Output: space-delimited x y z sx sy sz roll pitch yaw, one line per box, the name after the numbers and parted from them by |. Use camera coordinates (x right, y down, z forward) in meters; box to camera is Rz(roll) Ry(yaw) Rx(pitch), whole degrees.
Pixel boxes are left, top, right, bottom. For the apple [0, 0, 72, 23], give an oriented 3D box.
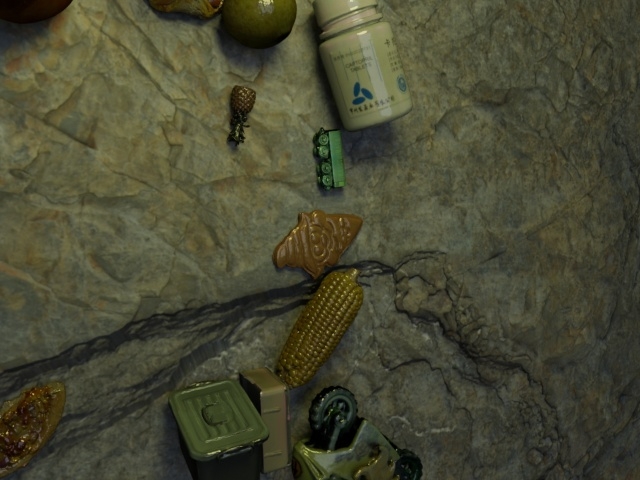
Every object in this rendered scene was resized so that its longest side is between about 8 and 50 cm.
-0.502 -0.474 0.934 0.230 0.230 0.230 -4 98 -27 | apple

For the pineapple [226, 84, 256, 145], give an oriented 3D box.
-0.175 -0.265 1.219 0.058 0.058 0.124 13 95 -28 | pineapple

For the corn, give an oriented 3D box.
0.002 0.203 1.337 0.119 0.119 0.322 33 86 -27 | corn

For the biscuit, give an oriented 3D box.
0.000 0.000 1.357 0.250 0.035 0.162 -27 112 -23 | biscuit

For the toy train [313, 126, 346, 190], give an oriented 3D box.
0.022 -0.192 1.337 0.071 0.038 0.148 -12 101 -28 | toy train

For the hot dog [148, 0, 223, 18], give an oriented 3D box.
-0.269 -0.488 1.135 0.169 0.061 0.078 -2 96 -27 | hot dog

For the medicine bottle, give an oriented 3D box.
0.090 -0.403 1.271 0.170 0.170 0.293 -26 106 -22 | medicine bottle

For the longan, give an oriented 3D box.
-0.132 -0.477 1.171 0.176 0.145 0.155 39 34 11 | longan

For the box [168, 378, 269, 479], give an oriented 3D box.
-0.214 0.413 1.192 0.163 0.243 0.135 -9 113 -27 | box

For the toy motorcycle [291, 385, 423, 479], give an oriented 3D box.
0.085 0.540 1.391 0.237 0.169 0.410 -49 115 -12 | toy motorcycle

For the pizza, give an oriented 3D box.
-0.584 0.374 1.086 0.246 0.058 0.127 -35 110 -22 | pizza

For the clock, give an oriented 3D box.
-0.124 0.398 1.276 0.071 0.147 0.192 -6 99 -26 | clock
